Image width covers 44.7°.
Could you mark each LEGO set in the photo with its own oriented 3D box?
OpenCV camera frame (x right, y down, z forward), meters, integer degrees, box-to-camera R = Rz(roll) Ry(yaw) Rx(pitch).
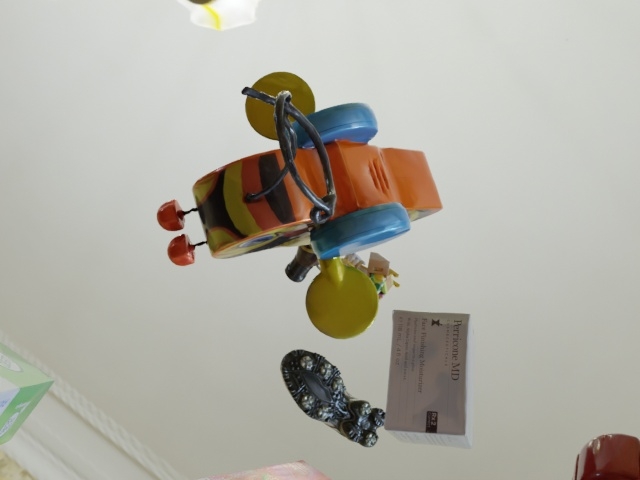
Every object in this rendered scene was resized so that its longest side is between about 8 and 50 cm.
[{"bbox_3d":[0.061,0.084,1.398,0.132,0.287,0.107,41,-99,-20],"label":"LEGO set"}]

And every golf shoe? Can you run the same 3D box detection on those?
[{"bbox_3d":[0.004,0.305,1.496,0.273,0.105,0.120,46,-24,-26],"label":"golf shoe"}]

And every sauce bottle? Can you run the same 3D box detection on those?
[{"bbox_3d":[0.000,0.000,0.866,0.042,0.042,0.128,40,-54,4],"label":"sauce bottle"}]

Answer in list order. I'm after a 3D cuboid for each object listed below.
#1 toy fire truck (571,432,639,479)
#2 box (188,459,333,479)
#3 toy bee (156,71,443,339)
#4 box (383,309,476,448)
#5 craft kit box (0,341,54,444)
[{"bbox_3d":[0.424,0.299,0.941,0.217,0.158,0.246,11,-59,17],"label":"toy fire truck"},{"bbox_3d":[-0.031,0.334,0.787,0.154,0.300,0.142,-5,-91,-20],"label":"box"},{"bbox_3d":[-0.027,-0.038,0.553,0.162,0.298,0.195,-19,-119,22],"label":"toy bee"},{"bbox_3d":[0.173,0.215,1.187,0.119,0.182,0.181,1,-110,14],"label":"box"},{"bbox_3d":[-0.275,0.027,0.385,0.247,0.250,0.061,38,-98,-1],"label":"craft kit box"}]
